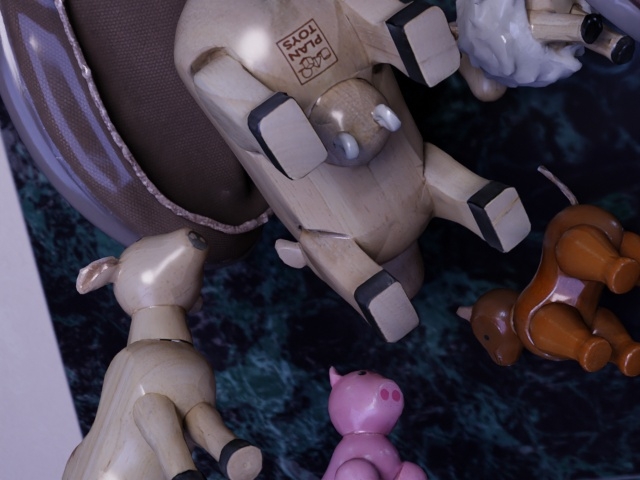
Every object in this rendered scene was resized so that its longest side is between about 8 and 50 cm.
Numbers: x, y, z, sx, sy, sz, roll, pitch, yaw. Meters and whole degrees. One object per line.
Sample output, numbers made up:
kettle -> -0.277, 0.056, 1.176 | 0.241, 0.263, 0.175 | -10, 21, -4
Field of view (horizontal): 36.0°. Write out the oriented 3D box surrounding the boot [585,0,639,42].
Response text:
boot -> 0.164, -0.213, 0.283 | 0.280, 0.096, 0.264 | -31, 83, 41

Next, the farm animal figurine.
farm animal figurine -> 0.000, 0.000, 0.497 | 0.172, 0.330, 0.326 | 40, 147, 53

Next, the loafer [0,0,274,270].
loafer -> -0.117, -0.146, 0.543 | 0.130, 0.134, 0.365 | -17, 111, 36
